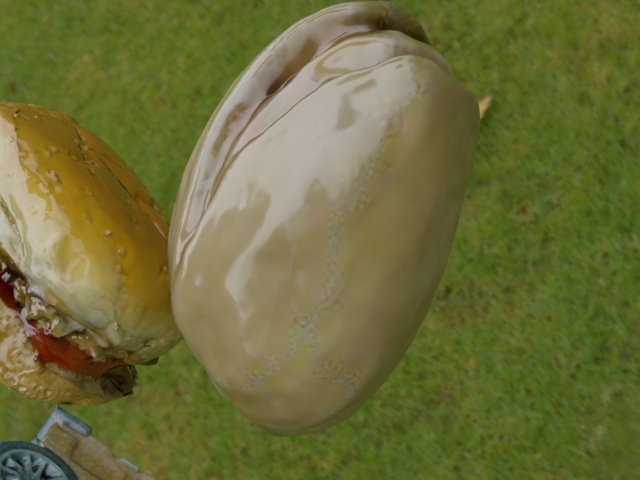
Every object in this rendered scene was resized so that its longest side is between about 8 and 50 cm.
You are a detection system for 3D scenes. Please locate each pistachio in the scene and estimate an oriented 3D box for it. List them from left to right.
[{"bbox_3d":[0.000,0.000,0.734,0.162,0.181,0.293,51,135,47],"label":"pistachio"}]

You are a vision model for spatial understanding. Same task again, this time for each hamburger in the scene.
[{"bbox_3d":[-0.197,0.010,0.918,0.163,0.244,0.244,-49,36,10],"label":"hamburger"}]

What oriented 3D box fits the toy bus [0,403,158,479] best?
[{"bbox_3d":[-0.080,0.133,0.299,0.091,0.103,0.182,-53,5,20],"label":"toy bus"}]
